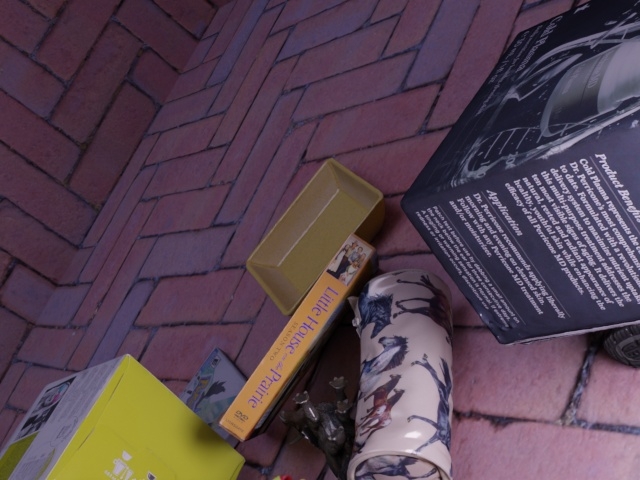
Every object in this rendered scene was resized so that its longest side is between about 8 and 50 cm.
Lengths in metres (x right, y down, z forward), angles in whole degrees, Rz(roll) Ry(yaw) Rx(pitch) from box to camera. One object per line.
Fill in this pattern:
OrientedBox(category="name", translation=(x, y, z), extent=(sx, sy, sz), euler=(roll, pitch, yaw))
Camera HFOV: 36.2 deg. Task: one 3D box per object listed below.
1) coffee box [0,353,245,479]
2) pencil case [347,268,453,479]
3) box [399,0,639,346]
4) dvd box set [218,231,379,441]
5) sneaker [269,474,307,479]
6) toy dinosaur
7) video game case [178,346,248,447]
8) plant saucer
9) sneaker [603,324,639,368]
OrientedBox(category="coffee box", translation=(-0.417, 0.478, 1.877), extent=(0.334, 0.337, 0.338), euler=(-24, 28, 44))
OrientedBox(category="pencil case", translation=(0.130, 0.244, 1.632), extent=(0.183, 0.160, 0.410), euler=(-18, 41, 24))
OrientedBox(category="box", translation=(0.445, -0.141, 1.347), extent=(0.472, 0.297, 0.480), euler=(-16, 28, 46))
OrientedBox(category="dvd box set", translation=(-0.029, 0.190, 1.880), extent=(0.420, 0.062, 0.307), euler=(-55, -8, -5))
OrientedBox(category="sneaker", translation=(-0.086, 0.476, 1.800), extent=(0.208, 0.081, 0.094), euler=(-10, 41, 45))
OrientedBox(category="toy dinosaur", translation=(0.034, 0.348, 1.713), extent=(0.121, 0.160, 0.313), euler=(-30, 36, -16))
OrientedBox(category="video game case", translation=(-0.276, 0.425, 2.177), extent=(0.329, 0.036, 0.300), euler=(-53, 28, -2))
OrientedBox(category="plant saucer", translation=(0.000, 0.000, 2.203), extent=(0.333, 0.081, 0.333), euler=(-51, 28, 2))
OrientedBox(category="sneaker", translation=(0.511, 0.068, 1.328), extent=(0.286, 0.109, 0.130), euler=(-27, 31, 37))
